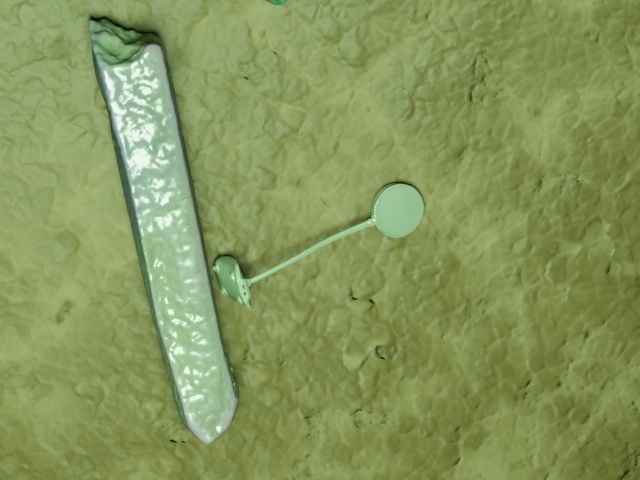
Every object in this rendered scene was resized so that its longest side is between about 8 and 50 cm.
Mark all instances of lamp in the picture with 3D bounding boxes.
[{"bbox_3d":[0.000,0.000,1.622,0.198,0.056,0.050,-25,110,-11],"label":"lamp"}]

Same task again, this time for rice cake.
[{"bbox_3d":[-0.133,-0.005,1.576,0.064,0.070,0.399,-14,111,-8],"label":"rice cake"}]

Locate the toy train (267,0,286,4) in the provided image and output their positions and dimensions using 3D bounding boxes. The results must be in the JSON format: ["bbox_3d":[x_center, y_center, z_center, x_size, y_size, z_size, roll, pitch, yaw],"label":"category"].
[{"bbox_3d":[0.055,-0.363,1.446,0.369,0.150,0.237,-39,104,4],"label":"toy train"}]
